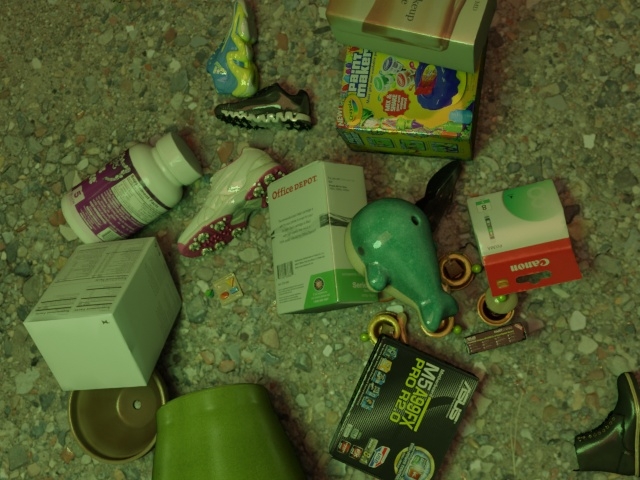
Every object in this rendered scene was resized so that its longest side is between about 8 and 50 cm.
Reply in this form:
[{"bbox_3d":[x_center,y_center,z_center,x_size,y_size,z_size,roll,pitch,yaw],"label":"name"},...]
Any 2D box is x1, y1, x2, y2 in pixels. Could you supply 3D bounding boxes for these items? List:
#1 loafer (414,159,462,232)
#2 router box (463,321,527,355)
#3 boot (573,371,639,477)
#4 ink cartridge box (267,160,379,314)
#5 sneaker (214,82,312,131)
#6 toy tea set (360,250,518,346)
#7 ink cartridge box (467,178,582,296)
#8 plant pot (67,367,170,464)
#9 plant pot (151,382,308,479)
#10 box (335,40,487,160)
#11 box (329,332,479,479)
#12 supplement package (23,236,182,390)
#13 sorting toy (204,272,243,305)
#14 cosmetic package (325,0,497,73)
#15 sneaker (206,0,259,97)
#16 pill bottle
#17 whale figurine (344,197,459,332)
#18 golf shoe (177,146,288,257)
[{"bbox_3d":[0.259,-0.096,1.486,0.061,0.062,0.170,38,84,-23],"label":"loafer"},{"bbox_3d":[0.353,0.198,1.394,0.122,0.092,0.038,-17,79,10],"label":"router box"},{"bbox_3d":[0.555,0.358,1.336,0.137,0.077,0.198,-5,79,18],"label":"boot"},{"bbox_3d":[0.000,0.000,1.442,0.211,0.121,0.289,-17,75,51],"label":"ink cartridge box"},{"bbox_3d":[-0.129,-0.314,1.595,0.234,0.078,0.106,5,80,10],"label":"sneaker"},{"bbox_3d":[0.231,0.115,1.418,0.336,0.124,0.200,-12,79,11],"label":"toy tea set"},{"bbox_3d":[0.407,-0.008,1.387,0.181,0.056,0.225,-13,50,10],"label":"ink cartridge box"},{"bbox_3d":[-0.434,0.372,1.543,0.237,0.110,0.237,-2,82,13],"label":"plant pot"},{"bbox_3d":[-0.185,0.487,1.371,0.366,0.366,0.353,-20,65,10],"label":"plant pot"},{"bbox_3d":[0.201,-0.341,1.469,0.279,0.177,0.290,6,83,15],"label":"box"},{"bbox_3d":[0.168,0.354,1.398,0.216,0.060,0.270,25,91,1],"label":"box"},{"bbox_3d":[-0.450,0.153,1.469,0.198,0.263,0.199,-6,124,13],"label":"supplement package"},{"bbox_3d":[-0.225,0.118,1.582,0.083,0.012,0.062,-28,77,7],"label":"sorting toy"},{"bbox_3d":[0.177,-0.445,1.332,0.296,0.129,0.153,16,84,15],"label":"cosmetic package"},{"bbox_3d":[-0.217,-0.455,1.627,0.126,0.091,0.240,-5,81,13],"label":"sneaker"},{"bbox_3d":[-0.428,-0.118,1.584,0.301,0.169,0.169,-33,76,6],"label":"pill bottle"},{"bbox_3d":[0.171,0.037,1.307,0.272,0.216,0.141,54,136,11],"label":"whale figurine"},{"bbox_3d":[-0.217,-0.089,1.574,0.306,0.115,0.140,-41,61,1],"label":"golf shoe"}]
